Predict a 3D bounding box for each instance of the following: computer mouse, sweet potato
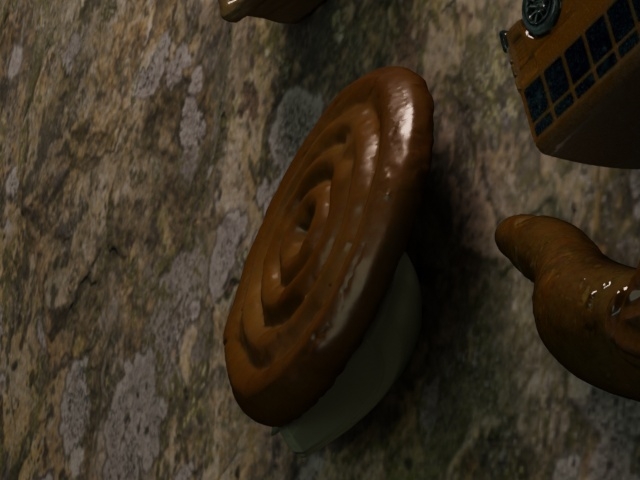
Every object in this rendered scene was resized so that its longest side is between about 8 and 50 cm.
[{"bbox_3d":[0.022,0.078,1.186,0.181,0.056,0.089,-55,17,34],"label":"computer mouse"},{"bbox_3d":[0.181,0.034,0.930,0.108,0.079,0.346,-55,24,-18],"label":"sweet potato"}]

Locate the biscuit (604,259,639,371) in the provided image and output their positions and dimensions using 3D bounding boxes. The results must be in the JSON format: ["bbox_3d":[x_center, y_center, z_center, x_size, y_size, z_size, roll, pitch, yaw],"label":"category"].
[{"bbox_3d":[0.241,-0.034,0.788,0.290,0.041,0.208,-39,44,21],"label":"biscuit"}]

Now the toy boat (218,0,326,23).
[{"bbox_3d":[-0.006,-0.242,1.328,0.188,0.061,0.116,-36,50,50],"label":"toy boat"}]

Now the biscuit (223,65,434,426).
[{"bbox_3d":[-0.001,0.000,1.201,0.262,0.037,0.262,-56,20,33],"label":"biscuit"}]

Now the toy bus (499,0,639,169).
[{"bbox_3d":[0.184,-0.120,0.948,0.182,0.091,0.103,-46,47,46],"label":"toy bus"}]
